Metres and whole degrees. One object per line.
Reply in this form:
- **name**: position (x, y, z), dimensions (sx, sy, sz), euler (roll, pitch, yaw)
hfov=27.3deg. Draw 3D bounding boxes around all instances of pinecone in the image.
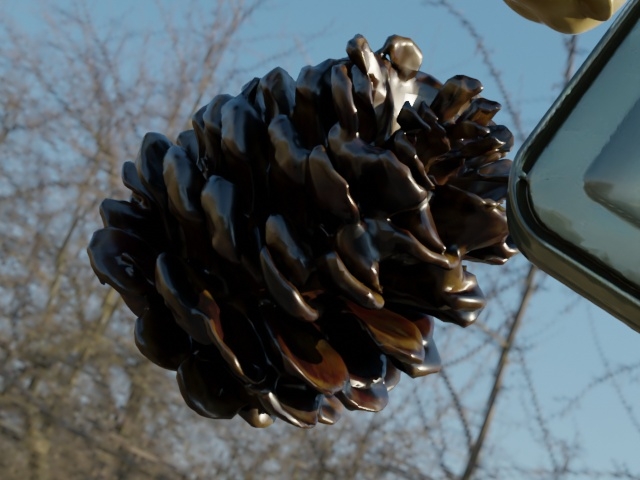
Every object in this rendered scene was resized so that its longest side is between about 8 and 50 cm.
- **pinecone**: position (0.000, 0.000, 0.789), dimensions (0.272, 0.224, 0.224), euler (-26, -43, 25)

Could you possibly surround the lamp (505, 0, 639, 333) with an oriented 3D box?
- **lamp**: position (0.239, -0.043, 0.451), dimensions (0.266, 0.269, 0.047), euler (35, -9, 18)

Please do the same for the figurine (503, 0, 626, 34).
- **figurine**: position (0.122, -0.197, 0.812), dimensions (0.114, 0.108, 0.196), euler (26, 11, 41)
